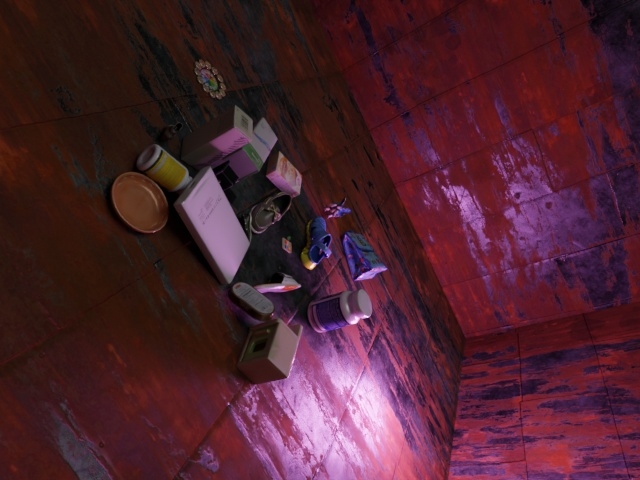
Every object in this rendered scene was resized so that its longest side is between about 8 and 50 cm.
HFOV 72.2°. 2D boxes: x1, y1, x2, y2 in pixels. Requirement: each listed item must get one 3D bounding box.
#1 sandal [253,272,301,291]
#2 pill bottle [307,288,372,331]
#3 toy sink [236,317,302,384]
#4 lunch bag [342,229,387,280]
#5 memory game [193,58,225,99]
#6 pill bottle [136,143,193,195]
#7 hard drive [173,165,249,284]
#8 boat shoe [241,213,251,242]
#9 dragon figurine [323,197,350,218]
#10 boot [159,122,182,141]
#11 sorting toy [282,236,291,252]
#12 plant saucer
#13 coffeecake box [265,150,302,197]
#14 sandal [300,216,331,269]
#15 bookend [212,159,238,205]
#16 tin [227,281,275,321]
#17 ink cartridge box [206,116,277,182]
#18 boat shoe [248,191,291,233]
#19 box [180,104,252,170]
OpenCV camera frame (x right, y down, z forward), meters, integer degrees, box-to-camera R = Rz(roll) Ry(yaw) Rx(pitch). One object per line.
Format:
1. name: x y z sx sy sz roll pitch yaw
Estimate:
1. sandal: -0.176 0.166 1.779 0.265 0.102 0.076 8 68 -56
2. pill bottle: 0.086 0.311 1.963 0.153 0.265 0.153 38 42 -43
3. toy sink: -0.181 0.374 1.582 0.131 0.153 0.234 52 34 -27
4. lunch bag: 0.229 0.071 2.546 0.221 0.138 0.293 3 57 -58
5. memory game: -0.482 -0.705 1.920 0.186 0.012 0.186 38 42 -43
6. pill bottle: -0.508 -0.226 1.460 0.184 0.103 0.103 44 37 -45
7. hard drive: -0.370 -0.051 1.552 0.233 0.047 0.353 -73 149 -48
8. boat shoe: -0.301 -0.043 1.768 0.042 0.049 0.133 2 76 -24
9. dragon figurine: 0.110 -0.181 2.398 0.144 0.289 0.085 -20 86 -24
10. boot: -0.525 -0.396 1.564 0.042 0.087 0.118 47 35 -31
11. sorting toy: -0.153 0.011 2.013 0.062 0.012 0.083 34 44 -46
12. plant saucer: -0.565 -0.114 1.363 0.200 0.037 0.200 39 39 -42
13. coffeecake box: -0.175 -0.316 2.133 0.185 0.068 0.142 44 36 -39
14. sandal: 0.000 0.000 2.157 0.126 0.138 0.317 44 35 -34
15. bookend: -0.363 -0.192 1.637 0.157 0.156 0.072 54 32 -27
16. tin: -0.248 0.218 1.586 0.190 0.040 0.106 35 23 11
17. ink cartridge box: -0.314 -0.357 1.780 0.117 0.201 0.278 54 32 -27
18. boat shoe: -0.217 -0.131 1.914 0.109 0.091 0.305 60 30 -16
19. box: -0.379 -0.369 1.599 0.094 0.275 0.113 35 44 -46
